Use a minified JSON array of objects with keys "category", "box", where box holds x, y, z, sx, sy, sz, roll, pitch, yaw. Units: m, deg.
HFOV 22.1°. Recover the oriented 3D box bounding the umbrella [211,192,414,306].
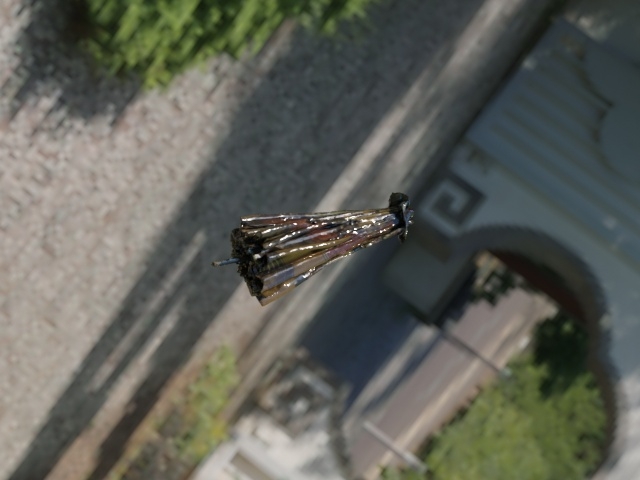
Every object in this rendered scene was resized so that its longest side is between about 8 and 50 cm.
[{"category":"umbrella","box":[-0.001,0.000,0.569,0.083,0.031,0.020,-16,177,-36]}]
